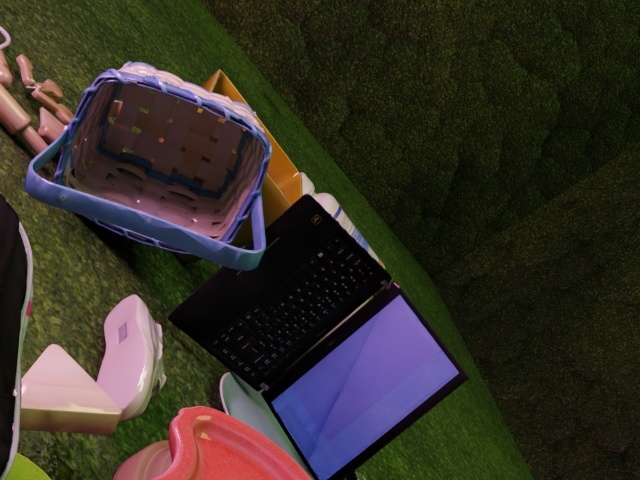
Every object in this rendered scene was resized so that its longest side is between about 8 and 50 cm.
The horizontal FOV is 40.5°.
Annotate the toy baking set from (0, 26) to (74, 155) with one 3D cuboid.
[{"bbox_3d":[-0.386,-0.203,1.056,0.256,0.030,0.197,51,9,-23],"label":"toy baking set"}]

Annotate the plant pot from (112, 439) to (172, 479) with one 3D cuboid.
[{"bbox_3d":[-0.074,0.272,0.788,0.237,0.109,0.237,52,11,-15],"label":"plant pot"}]

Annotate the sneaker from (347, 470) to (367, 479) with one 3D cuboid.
[{"bbox_3d":[0.065,0.383,1.192,0.075,0.057,0.161,42,14,-32],"label":"sneaker"}]

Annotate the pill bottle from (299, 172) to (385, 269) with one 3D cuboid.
[{"bbox_3d":[0.000,0.000,1.784,0.272,0.152,0.152,52,12,-16],"label":"pill bottle"}]

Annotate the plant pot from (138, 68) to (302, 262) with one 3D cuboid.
[{"bbox_3d":[-0.162,-0.093,1.264,0.212,0.187,0.212,53,11,-18],"label":"plant pot"}]

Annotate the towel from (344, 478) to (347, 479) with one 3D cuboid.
[{"bbox_3d":[0.017,0.307,1.151,0.067,0.029,0.119,-115,-166,-45],"label":"towel"}]

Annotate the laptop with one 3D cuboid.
[{"bbox_3d":[-0.006,0.126,1.040,0.264,0.234,0.136,44,10,-27],"label":"laptop"}]

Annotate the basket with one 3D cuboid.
[{"bbox_3d":[-0.178,-0.078,1.002,0.254,0.201,0.289,22,21,-10],"label":"basket"}]

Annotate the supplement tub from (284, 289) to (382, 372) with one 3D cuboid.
[{"bbox_3d":[0.010,0.124,1.292,0.194,0.193,0.316,62,4,30],"label":"supplement tub"}]

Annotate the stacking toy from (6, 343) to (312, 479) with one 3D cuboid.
[{"bbox_3d":[-0.155,0.230,0.581,0.279,0.130,0.309,29,24,6],"label":"stacking toy"}]

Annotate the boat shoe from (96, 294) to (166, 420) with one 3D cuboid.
[{"bbox_3d":[-0.185,0.126,0.879,0.063,0.066,0.184,49,3,-28],"label":"boat shoe"}]

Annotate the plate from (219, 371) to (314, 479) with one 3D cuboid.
[{"bbox_3d":[-0.067,0.244,1.083,0.188,0.024,0.188,46,11,-11],"label":"plate"}]

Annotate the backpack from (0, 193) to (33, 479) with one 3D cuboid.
[{"bbox_3d":[-0.267,0.027,0.450,0.225,0.191,0.254,48,20,-33],"label":"backpack"}]
